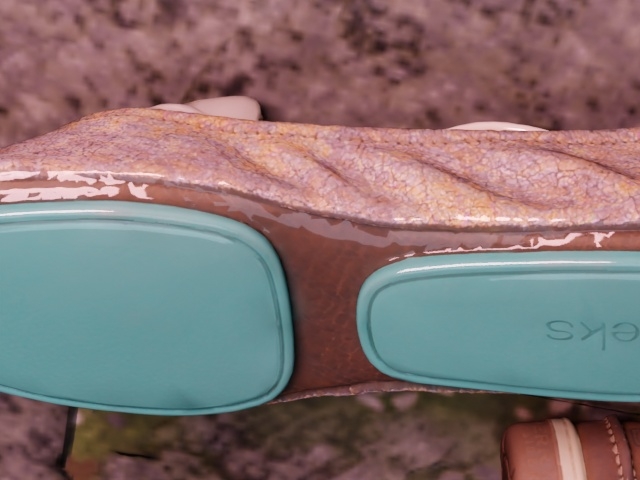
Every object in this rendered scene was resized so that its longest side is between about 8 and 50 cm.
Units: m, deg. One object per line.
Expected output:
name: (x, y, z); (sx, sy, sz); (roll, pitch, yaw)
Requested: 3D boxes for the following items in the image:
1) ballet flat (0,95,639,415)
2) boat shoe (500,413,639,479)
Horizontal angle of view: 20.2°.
ballet flat: (0.000, 0.000, 0.611); (0.316, 0.106, 0.108); (5, 129, 1)
boat shoe: (0.132, 0.186, 0.730); (0.095, 0.095, 0.257); (-7, 121, 1)
